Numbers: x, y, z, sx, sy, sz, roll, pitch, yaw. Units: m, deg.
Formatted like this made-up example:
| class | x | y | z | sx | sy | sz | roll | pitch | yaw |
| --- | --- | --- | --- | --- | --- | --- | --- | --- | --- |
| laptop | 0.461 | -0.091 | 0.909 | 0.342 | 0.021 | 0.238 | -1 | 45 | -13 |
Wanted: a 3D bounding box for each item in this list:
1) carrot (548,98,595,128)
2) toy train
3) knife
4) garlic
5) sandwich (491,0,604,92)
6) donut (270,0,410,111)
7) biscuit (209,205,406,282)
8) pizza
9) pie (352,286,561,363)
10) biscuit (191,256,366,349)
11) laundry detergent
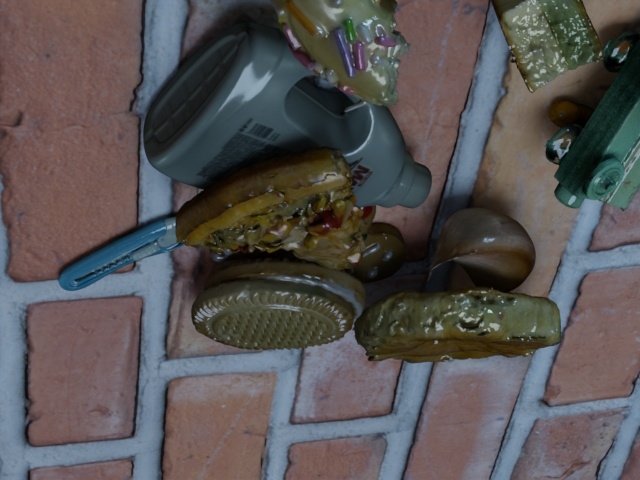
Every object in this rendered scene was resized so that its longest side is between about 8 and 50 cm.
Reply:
| class | x | y | z | sx | sy | sz | roll | pitch | yaw |
| --- | --- | --- | --- | --- | --- | --- | --- | --- | --- |
| carrot | 0.397 | -0.163 | 2.150 | 0.171 | 0.042 | 0.042 | 15 | 131 | -32 |
| toy train | 0.432 | -0.165 | 2.078 | 0.177 | 0.116 | 0.285 | 4 | 123 | -44 |
| knife | -0.276 | 0.021 | 2.155 | 0.222 | 0.031 | 0.064 | -25 | 142 | 11 |
| garlic | 0.237 | 0.003 | 2.219 | 0.128 | 0.115 | 0.207 | -29 | 152 | 26 |
| sandwich | 0.286 | -0.262 | 1.897 | 0.108 | 0.186 | 0.220 | -22 | 139 | 11 |
| donut | 0.102 | -0.341 | 1.715 | 0.371 | 0.150 | 0.307 | -34 | 106 | 13 |
| biscuit | 0.000 | 0.000 | 2.207 | 0.301 | 0.049 | 0.197 | 18 | 131 | -33 |
| pizza | -0.062 | -0.019 | 1.993 | 0.251 | 0.074 | 0.287 | -8 | 151 | 8 |
| pie | 0.208 | 0.136 | 2.303 | 0.339 | 0.083 | 0.339 | -3 | 165 | -1 |
| biscuit | -0.062 | 0.097 | 2.221 | 0.259 | 0.079 | 0.259 | 1 | 158 | 0 |
| laundry detergent | -0.006 | -0.136 | 1.992 | 0.398 | 0.124 | 0.264 | 19 | 133 | -34 |
